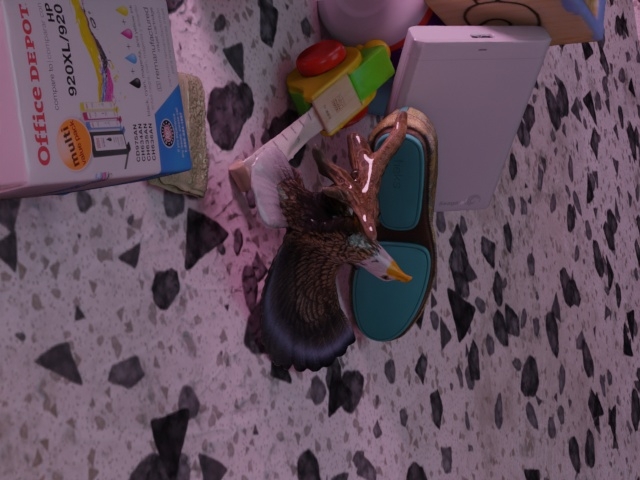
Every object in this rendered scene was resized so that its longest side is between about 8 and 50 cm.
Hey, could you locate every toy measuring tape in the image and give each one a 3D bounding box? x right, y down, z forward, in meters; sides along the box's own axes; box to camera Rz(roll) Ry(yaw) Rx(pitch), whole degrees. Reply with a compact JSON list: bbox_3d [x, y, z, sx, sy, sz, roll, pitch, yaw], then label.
[{"bbox_3d":[-0.026,-0.172,1.664,0.330,0.121,0.121,-43,123,-30],"label":"toy measuring tape"}]

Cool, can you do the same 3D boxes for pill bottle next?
[{"bbox_3d":[0.143,-0.331,1.886,0.323,0.181,0.181,19,67,-58],"label":"pill bottle"}]

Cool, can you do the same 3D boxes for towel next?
[{"bbox_3d":[-0.164,-0.126,1.443,0.110,0.027,0.148,12,73,-61],"label":"towel"}]

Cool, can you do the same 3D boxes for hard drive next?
[{"bbox_3d":[0.184,-0.164,1.770,0.040,0.203,0.307,-112,-154,-42],"label":"hard drive"}]

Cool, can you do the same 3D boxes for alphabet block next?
[{"bbox_3d":[0.274,-0.387,1.737,0.192,0.197,0.193,33,61,-54],"label":"alphabet block"}]

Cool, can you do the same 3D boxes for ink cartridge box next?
[{"bbox_3d":[-0.258,-0.126,1.128,0.232,0.168,0.171,-12,95,-60],"label":"ink cartridge box"}]

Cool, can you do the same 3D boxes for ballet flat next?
[{"bbox_3d":[0.108,-0.024,1.739,0.123,0.123,0.348,-50,149,-53],"label":"ballet flat"}]

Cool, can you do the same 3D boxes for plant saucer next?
[{"bbox_3d":[0.079,-0.221,1.913,0.192,0.018,0.067,0,83,-62],"label":"plant saucer"}]

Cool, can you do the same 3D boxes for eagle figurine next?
[{"bbox_3d":[0.008,0.008,1.566,0.226,0.298,0.225,-24,75,-31],"label":"eagle figurine"}]
